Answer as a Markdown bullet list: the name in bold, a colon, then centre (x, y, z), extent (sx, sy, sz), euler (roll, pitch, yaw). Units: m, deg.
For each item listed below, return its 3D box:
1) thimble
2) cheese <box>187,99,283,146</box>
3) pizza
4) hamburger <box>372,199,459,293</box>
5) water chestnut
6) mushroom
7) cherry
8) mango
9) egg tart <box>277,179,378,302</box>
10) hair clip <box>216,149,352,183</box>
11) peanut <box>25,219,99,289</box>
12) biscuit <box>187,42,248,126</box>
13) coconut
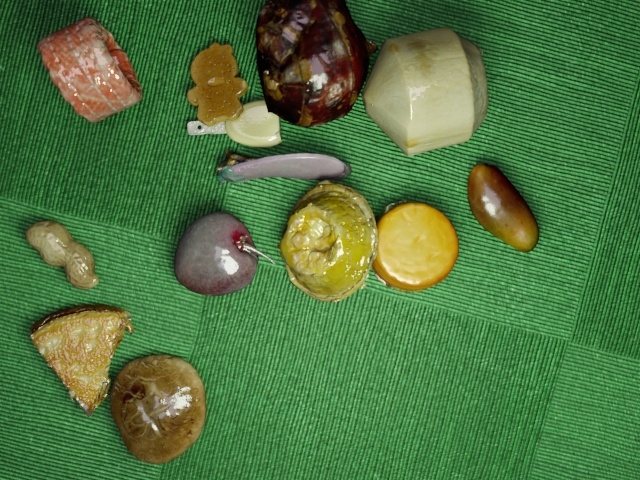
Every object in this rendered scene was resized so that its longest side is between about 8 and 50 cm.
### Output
- **thimble**: centre (-0.572, -0.425, 1.544), extent (0.162, 0.239, 0.239), euler (-28, 92, 3)
- **cheese**: centre (-0.228, -0.305, 1.644), extent (0.251, 0.054, 0.127), euler (-4, 87, -1)
- **pizza**: centre (-0.597, 0.287, 1.638), extent (0.251, 0.074, 0.287), euler (-32, 93, 0)
- **hamburger**: centre (0.235, 0.020, 1.607), extent (0.246, 0.170, 0.246), euler (1, 79, -3)
- **water chestnut**: centre (0.003, -0.461, 1.533), extent (0.347, 0.335, 0.335), euler (-19, 92, -19)
- **mushroom**: centre (-0.427, 0.434, 1.611), extent (0.278, 0.146, 0.278), euler (0, 87, 5)
- **cherry**: centre (-0.261, 0.037, 1.586), extent (0.266, 0.183, 0.213), euler (-22, 78, 12)
- **mango**: centre (0.476, -0.082, 1.638), extent (0.133, 0.111, 0.267), euler (-37, 91, -16)
- **egg tart**: centre (0.000, 0.000, 1.557), extent (0.315, 0.120, 0.315), euler (-4, 84, 35)
- **hair clip**: centre (-0.098, -0.195, 1.623), extent (0.359, 0.095, 0.110), euler (3, 122, 6)
- **peanut**: centre (-0.670, 0.036, 1.625), extent (0.228, 0.085, 0.104), euler (42, 99, -4)
- **biscuit**: centre (-0.275, -0.412, 1.632), extent (0.166, 0.036, 0.225), euler (-14, 77, 6)
- **coconut**: centre (0.253, -0.364, 1.541), extent (0.323, 0.323, 0.323), euler (0, 91, -2)
